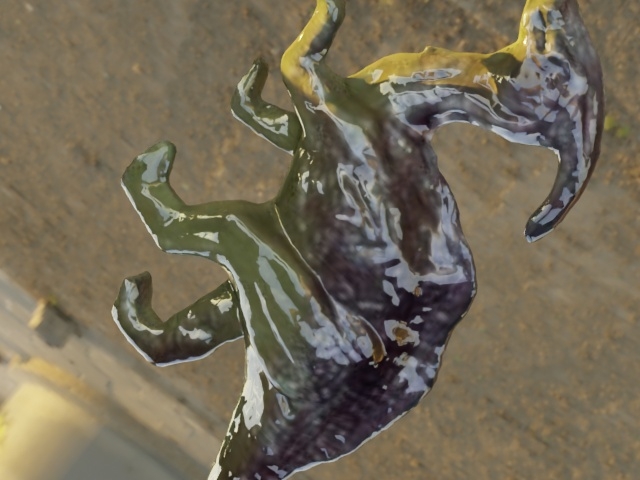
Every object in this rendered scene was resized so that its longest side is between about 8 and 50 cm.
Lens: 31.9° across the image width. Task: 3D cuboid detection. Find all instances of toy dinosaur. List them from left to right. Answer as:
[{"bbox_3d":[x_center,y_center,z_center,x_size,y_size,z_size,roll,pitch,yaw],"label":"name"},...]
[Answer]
[{"bbox_3d":[-0.003,-0.001,0.501,0.162,0.077,0.294,41,115,18],"label":"toy dinosaur"}]
